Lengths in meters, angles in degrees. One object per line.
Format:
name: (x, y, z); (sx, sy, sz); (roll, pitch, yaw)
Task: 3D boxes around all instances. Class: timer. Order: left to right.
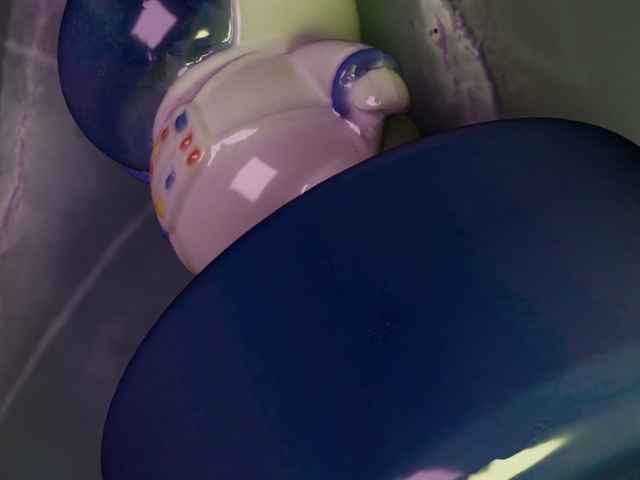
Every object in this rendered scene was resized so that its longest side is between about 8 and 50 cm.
timer: (0.000, 0.000, 0.577); (0.270, 0.270, 0.384); (-48, 53, 21)
